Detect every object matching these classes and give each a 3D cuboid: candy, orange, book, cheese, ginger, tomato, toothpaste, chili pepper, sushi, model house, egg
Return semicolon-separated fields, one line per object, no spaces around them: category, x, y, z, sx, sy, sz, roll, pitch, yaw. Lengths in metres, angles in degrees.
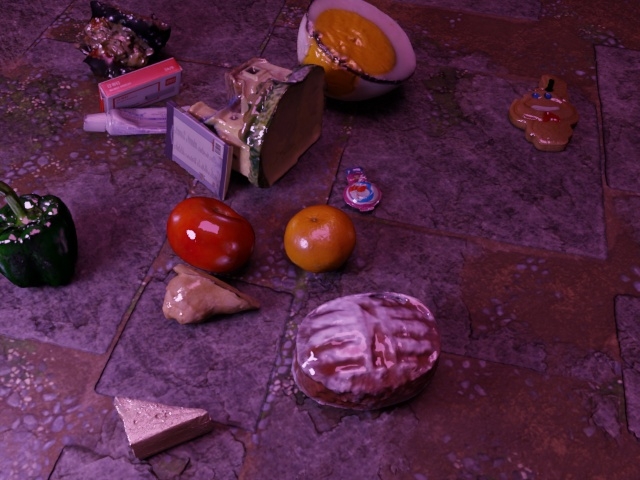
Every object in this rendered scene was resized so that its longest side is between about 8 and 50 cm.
candy;0.089;0.204;1.243;0.290;0.157;0.214;-10;55;-10
orange;0.000;0.000;1.425;0.159;0.136;0.159;-7;44;7
book;-0.297;-0.218;1.589;0.231;0.157;0.026;37;44;26
cheese;0.098;-0.126;1.601;0.095;0.038;0.145;-8;51;-9
ginger;-0.227;0.129;1.347;0.193;0.115;0.122;19;72;5
tomato;-0.235;-0.008;1.403;0.195;0.136;0.195;27;13;-7
toothpaste;-0.477;-0.315;1.732;0.282;0.068;0.099;-7;77;-16
chili pepper;-0.596;-0.022;1.345;0.165;0.261;0.174;8;45;11
sushi;-0.550;-0.544;1.846;0.225;0.218;0.238;9;8;-41
model house;-0.165;-0.320;1.617;0.266;0.261;0.321;24;48;20
egg;0.077;-0.504;1.816;0.337;0.201;0.337;13;58;-22

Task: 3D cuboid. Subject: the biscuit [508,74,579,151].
biscuit;0.627;-0.365;1.824;0.183;0.047;0.319;23;51;13

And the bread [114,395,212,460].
bread;-0.283;0.315;1.186;0.152;0.077;0.105;-18;54;-18

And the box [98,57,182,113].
box;-0.486;-0.405;1.762;0.229;0.123;0.050;-27;79;-23
